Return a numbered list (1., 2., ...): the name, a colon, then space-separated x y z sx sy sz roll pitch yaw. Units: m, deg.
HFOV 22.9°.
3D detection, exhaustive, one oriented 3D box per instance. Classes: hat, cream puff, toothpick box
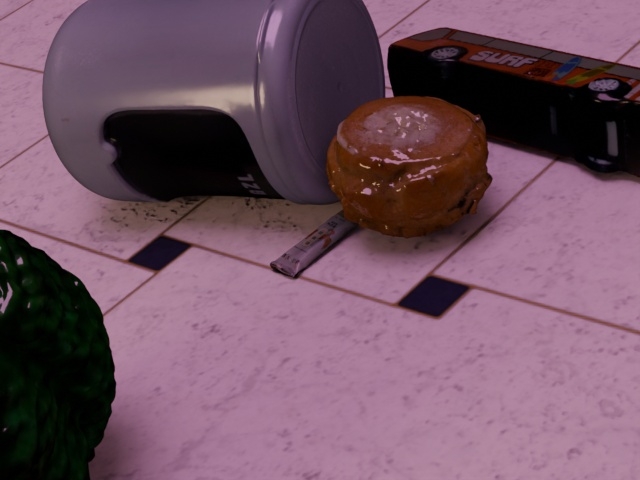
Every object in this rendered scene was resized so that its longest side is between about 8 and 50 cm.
1. hat: -0.262 0.159 1.233 0.242 0.274 0.332 -40 50 22
2. cream puff: 0.086 -0.066 1.525 0.165 0.115 0.150 26 52 32
3. toothpick box: -0.131 -0.166 1.669 0.355 0.263 0.263 0 35 29

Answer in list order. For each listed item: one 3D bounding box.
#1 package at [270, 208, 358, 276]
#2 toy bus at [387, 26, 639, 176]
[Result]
1. package: 0.000 0.000 1.562 0.110 0.015 0.037 -37 42 -27
2. toy bus: 0.233 -0.139 1.597 0.092 0.093 0.409 -29 33 -33
